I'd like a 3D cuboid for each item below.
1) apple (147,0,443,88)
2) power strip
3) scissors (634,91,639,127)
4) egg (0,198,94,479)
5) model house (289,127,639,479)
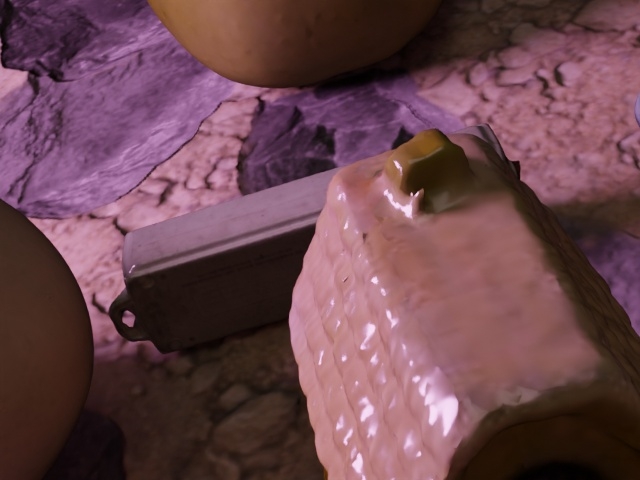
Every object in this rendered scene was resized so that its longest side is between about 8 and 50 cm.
[{"bbox_3d":[-0.027,-0.257,1.023,0.279,0.279,0.279,-11,41,10],"label":"apple"},{"bbox_3d":[0.000,0.000,0.843,0.272,0.078,0.052,-17,38,4],"label":"power strip"},{"bbox_3d":[0.404,-0.155,0.893,0.256,0.029,0.383,24,58,40],"label":"scissors"},{"bbox_3d":[-0.254,0.066,0.763,0.269,0.219,0.219,-8,39,36],"label":"egg"},{"bbox_3d":[0.066,0.084,0.603,0.174,0.234,0.193,-19,38,0],"label":"model house"}]
